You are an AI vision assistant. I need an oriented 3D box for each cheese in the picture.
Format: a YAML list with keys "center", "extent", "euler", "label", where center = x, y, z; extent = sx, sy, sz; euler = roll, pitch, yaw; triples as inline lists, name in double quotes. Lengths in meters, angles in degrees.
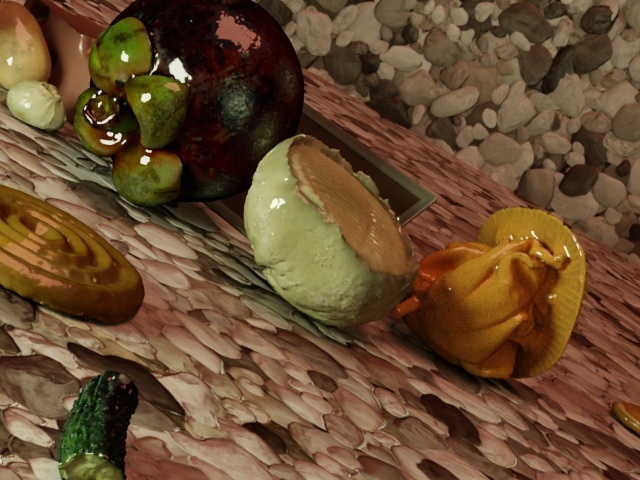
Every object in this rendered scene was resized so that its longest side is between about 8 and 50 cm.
- center: [-0.333, -0.242, 2.362]
  extent: [0.203, 0.128, 0.177]
  euler: [25, 13, -29]
  label: "cheese"

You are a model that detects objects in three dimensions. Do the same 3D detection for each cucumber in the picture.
- center: [-0.180, 0.157, 1.345]
  extent: [0.058, 0.058, 0.187]
  euler: [28, 12, -11]
  label: "cucumber"

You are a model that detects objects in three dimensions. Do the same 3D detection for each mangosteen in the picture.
- center: [-0.169, -0.190, 2.145]
  extent: [0.300, 0.300, 0.300]
  euler: [29, 13, -7]
  label: "mangosteen"

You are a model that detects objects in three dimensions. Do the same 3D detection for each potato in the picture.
- center: [-0.430, -0.265, 2.297]
  extent: [0.112, 0.112, 0.147]
  euler: [13, 38, -52]
  label: "potato"

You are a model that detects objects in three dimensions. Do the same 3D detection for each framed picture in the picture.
- center: [-0.020, -0.067, 2.310]
  extent: [0.296, 0.232, 0.019]
  euler: [39, -27, 31]
  label: "framed picture"

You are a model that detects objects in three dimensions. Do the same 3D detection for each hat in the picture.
- center: [0.190, 0.080, 2.189]
  extent: [0.233, 0.234, 0.244]
  euler: [-7, -7, -38]
  label: "hat"

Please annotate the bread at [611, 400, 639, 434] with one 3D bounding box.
- center: [0.478, 0.269, 2.445]
  extent: [0.110, 0.024, 0.110]
  euler: [29, 12, -7]
  label: "bread"

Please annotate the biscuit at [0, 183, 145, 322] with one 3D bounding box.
- center: [-0.296, 0.003, 1.721]
  extent: [0.262, 0.037, 0.262]
  euler: [29, 12, -7]
  label: "biscuit"

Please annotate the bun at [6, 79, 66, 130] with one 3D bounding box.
- center: [-0.376, -0.185, 2.212]
  extent: [0.086, 0.055, 0.086]
  euler: [28, 14, -8]
  label: "bun"

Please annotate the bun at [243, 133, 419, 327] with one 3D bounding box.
- center: [0.000, 0.000, 2.086]
  extent: [0.259, 0.152, 0.259]
  euler: [41, 20, -18]
  label: "bun"
